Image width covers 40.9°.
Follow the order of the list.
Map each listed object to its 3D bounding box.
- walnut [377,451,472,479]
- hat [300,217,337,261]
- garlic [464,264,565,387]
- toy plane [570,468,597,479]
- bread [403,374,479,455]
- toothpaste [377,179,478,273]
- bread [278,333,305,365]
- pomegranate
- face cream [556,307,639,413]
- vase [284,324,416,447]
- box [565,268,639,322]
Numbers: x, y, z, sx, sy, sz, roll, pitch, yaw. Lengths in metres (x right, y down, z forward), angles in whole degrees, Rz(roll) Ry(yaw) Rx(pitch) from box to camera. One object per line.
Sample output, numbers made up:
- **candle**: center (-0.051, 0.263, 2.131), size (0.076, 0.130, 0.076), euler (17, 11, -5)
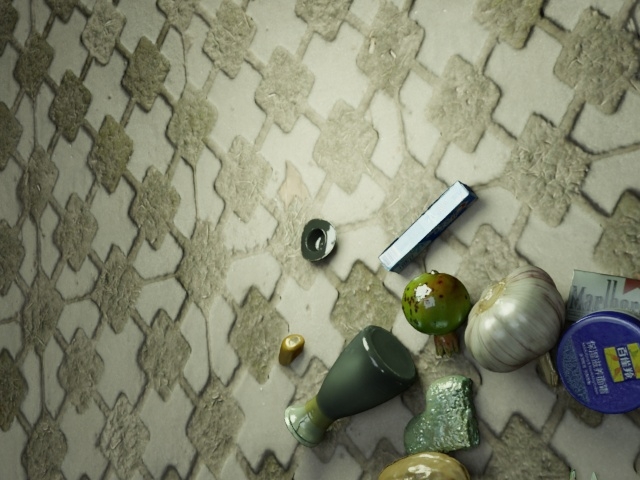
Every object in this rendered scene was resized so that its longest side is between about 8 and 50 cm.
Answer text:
- **walnut**: center (0.227, 0.564, 1.879), size (0.245, 0.198, 0.198), euler (-21, 70, 32)
- **hat**: center (0.000, 0.000, 2.214), size (0.121, 0.050, 0.121), euler (-5, 80, 35)
- **garlic**: center (0.439, 0.208, 1.835), size (0.245, 0.245, 0.253), euler (-39, 98, 19)
- **toy plane**: center (0.540, 0.530, 1.778), size (0.111, 0.040, 0.102), euler (-42, 60, 19)
- **bread**: center (0.283, 0.420, 1.946), size (0.172, 0.064, 0.232), euler (40, 103, 33)
- **toothpaste**: center (0.256, -0.029, 2.053), size (0.272, 0.066, 0.053), euler (-45, 60, 16)
- **bread**: center (-0.076, 0.278, 2.211), size (0.062, 0.103, 0.049), euler (-31, 70, -25)
- **pomegranate**: center (0.269, 0.166, 1.966), size (0.159, 0.159, 0.205), euler (-10, 100, 30)
- **face cream**: center (0.595, 0.240, 1.744), size (0.206, 0.111, 0.205), euler (5, 100, 33)
- **vase**: center (0.062, 0.359, 2.047), size (0.321, 0.173, 0.173), euler (-44, 61, 24)
- **box**: center (0.614, 0.130, 1.818), size (0.178, 0.036, 0.115), euler (8, 84, 33)
